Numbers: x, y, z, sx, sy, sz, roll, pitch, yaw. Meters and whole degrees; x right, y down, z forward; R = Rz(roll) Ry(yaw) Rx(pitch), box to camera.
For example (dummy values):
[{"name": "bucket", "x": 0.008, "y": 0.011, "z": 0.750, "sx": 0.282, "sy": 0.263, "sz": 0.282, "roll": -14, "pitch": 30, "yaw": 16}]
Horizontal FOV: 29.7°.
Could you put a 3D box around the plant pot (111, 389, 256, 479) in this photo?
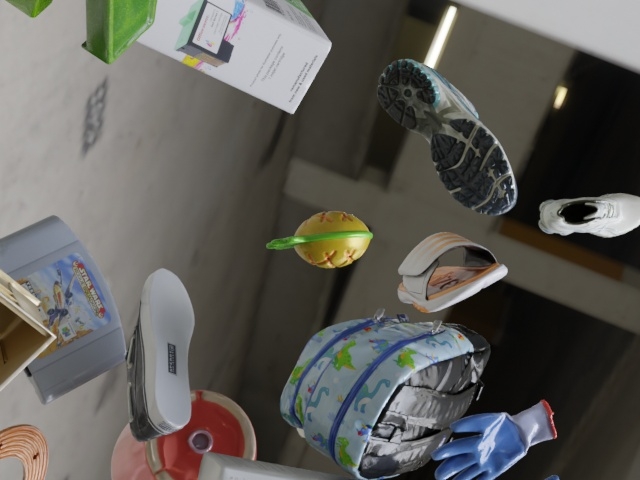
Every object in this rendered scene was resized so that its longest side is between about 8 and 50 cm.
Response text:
[{"name": "plant pot", "x": -0.232, "y": 0.389, "z": 2.180, "sx": 0.243, "sy": 0.275, "sz": 0.275, "roll": 124, "pitch": -10, "yaw": -66}]

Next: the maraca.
[{"name": "maraca", "x": 0.000, "y": 0.000, "z": 2.108, "sx": 0.127, "sy": 0.185, "sz": 0.099, "roll": 143, "pitch": -59, "yaw": -72}]

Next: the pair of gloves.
[{"name": "pair of gloves", "x": 0.222, "y": 0.288, "z": 1.416, "sx": 0.023, "sy": 0.159, "sz": 0.198, "roll": -141, "pitch": -150, "yaw": -78}]

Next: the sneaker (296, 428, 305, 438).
[{"name": "sneaker", "x": 0.078, "y": 0.351, "z": 2.518, "sx": 0.410, "sy": 0.158, "sz": 0.182, "roll": 6, "pitch": -94, "yaw": 65}]

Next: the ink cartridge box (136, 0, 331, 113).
[{"name": "ink cartridge box", "x": -0.147, "y": -0.306, "z": 1.628, "sx": 0.117, "sy": 0.278, "sz": 0.201, "roll": -59, "pitch": -154, "yaw": 18}]

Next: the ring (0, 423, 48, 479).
[{"name": "ring", "x": -0.570, "y": 0.447, "z": 1.983, "sx": 0.336, "sy": 0.032, "sz": 0.337, "roll": -51, "pitch": 158, "yaw": -30}]

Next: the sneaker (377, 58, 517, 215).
[{"name": "sneaker", "x": 0.215, "y": -0.166, "z": 1.826, "sx": 0.110, "sy": 0.283, "sz": 0.122, "roll": -42, "pitch": 167, "yaw": 31}]

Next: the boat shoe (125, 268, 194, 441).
[{"name": "boat shoe", "x": -0.275, "y": 0.188, "z": 1.986, "sx": 0.102, "sy": 0.108, "sz": 0.301, "roll": -28, "pitch": -128, "yaw": 29}]

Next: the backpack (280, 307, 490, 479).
[{"name": "backpack", "x": 0.099, "y": 0.255, "z": 1.954, "sx": 0.290, "sy": 0.273, "sz": 0.355, "roll": -60, "pitch": 170, "yaw": 15}]

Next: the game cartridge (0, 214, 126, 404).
[{"name": "game cartridge", "x": -0.472, "y": 0.115, "z": 2.140, "sx": 0.198, "sy": 0.297, "sz": 0.062, "roll": -28, "pitch": -173, "yaw": -25}]

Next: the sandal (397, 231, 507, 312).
[{"name": "sandal", "x": 0.137, "y": 0.033, "z": 1.479, "sx": 0.102, "sy": 0.076, "sz": 0.265, "roll": -26, "pitch": -176, "yaw": -13}]

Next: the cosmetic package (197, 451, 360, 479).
[{"name": "cosmetic package", "x": -0.009, "y": 0.472, "z": 1.875, "sx": 0.156, "sy": 0.385, "sz": 0.217, "roll": 178, "pitch": -74, "yaw": -73}]

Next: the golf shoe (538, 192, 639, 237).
[{"name": "golf shoe", "x": 0.427, "y": -0.038, "z": 1.848, "sx": 0.086, "sy": 0.176, "sz": 0.069, "roll": 150, "pitch": -67, "yaw": -82}]

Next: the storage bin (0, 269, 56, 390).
[{"name": "storage bin", "x": -0.585, "y": 0.133, "z": 1.783, "sx": 0.262, "sy": 0.260, "sz": 0.123, "roll": -44, "pitch": -149, "yaw": 3}]

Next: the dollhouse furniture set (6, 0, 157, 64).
[{"name": "dollhouse furniture set", "x": -0.224, "y": -0.381, "z": 1.376, "sx": 0.301, "sy": 0.197, "sz": 0.151, "roll": -51, "pitch": 170, "yaw": -29}]
